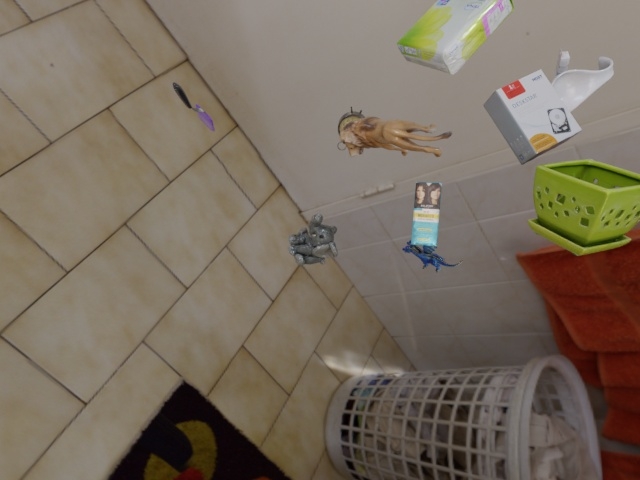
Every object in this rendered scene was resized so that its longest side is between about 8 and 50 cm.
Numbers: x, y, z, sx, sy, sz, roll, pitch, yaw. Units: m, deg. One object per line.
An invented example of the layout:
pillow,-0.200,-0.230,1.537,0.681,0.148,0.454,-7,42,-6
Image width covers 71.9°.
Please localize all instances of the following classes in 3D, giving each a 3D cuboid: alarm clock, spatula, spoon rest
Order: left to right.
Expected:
spatula,-0.382,-0.403,1.335,0.084,0.296,0.030,45,90,6
alarm clock,0.129,-0.470,1.898,0.129,0.192,0.064,26,29,-13
spoon rest,0.841,-0.508,1.424,0.276,0.084,0.137,-33,119,-10

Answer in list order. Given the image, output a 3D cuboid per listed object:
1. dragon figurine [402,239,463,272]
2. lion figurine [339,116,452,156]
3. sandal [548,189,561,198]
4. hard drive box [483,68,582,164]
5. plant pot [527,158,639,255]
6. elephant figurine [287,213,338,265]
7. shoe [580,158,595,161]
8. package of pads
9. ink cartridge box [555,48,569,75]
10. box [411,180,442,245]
dragon figurine,0.516,0.072,2.090,0.144,0.289,0.085,46,73,-30
lion figurine,0.233,-0.356,1.478,0.240,0.392,0.142,9,90,-21
sandal,0.989,-0.183,1.843,0.254,0.054,0.097,-5,72,-34
hard drive box,0.655,-0.383,1.375,0.181,0.089,0.232,-28,81,-10
plant pot,0.736,-0.090,1.223,0.228,0.227,0.207,-8,119,-23
elephant figurine,0.000,0.000,1.676,0.186,0.239,0.169,-22,84,-49
shoe,0.873,-0.238,1.561,0.081,0.178,0.064,2,67,-52
package of pads,0.424,-0.671,1.387,0.296,0.229,0.101,-47,135,0
ink cartridge box,0.805,-0.592,1.465,0.083,0.028,0.048,73,24,-45
box,0.410,-0.105,1.709,0.060,0.100,0.244,-33,126,-74
